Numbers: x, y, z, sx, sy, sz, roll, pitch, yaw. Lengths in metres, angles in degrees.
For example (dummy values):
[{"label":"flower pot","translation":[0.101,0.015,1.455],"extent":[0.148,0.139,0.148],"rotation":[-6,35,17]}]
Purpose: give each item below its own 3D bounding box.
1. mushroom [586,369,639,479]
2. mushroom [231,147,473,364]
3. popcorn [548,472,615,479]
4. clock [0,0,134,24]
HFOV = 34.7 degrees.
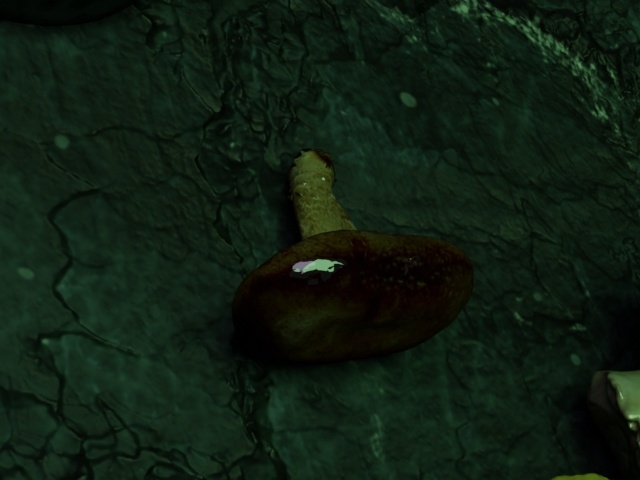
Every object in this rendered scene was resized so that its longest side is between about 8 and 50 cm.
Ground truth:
[{"label":"mushroom","translation":[0.412,0.142,0.982],"extent":[0.290,0.297,0.298],"rotation":[-32,83,-11]},{"label":"mushroom","translation":[0.000,0.000,0.907],"extent":[0.227,0.148,0.218],"rotation":[4,45,-39]},{"label":"popcorn","translation":[0.225,0.308,0.826],"extent":[0.250,0.190,0.250],"rotation":[7,74,-26]},{"label":"clock","translation":[-0.276,-0.347,0.944],"extent":[0.325,0.067,0.325],"rotation":[13,60,-24]}]
